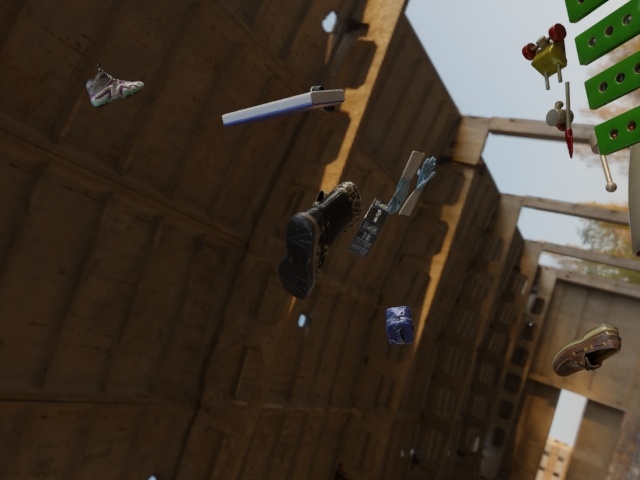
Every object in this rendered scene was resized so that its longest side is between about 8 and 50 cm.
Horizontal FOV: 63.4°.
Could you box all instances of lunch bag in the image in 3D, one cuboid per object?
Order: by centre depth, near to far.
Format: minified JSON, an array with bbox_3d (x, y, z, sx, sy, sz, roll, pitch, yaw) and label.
[{"bbox_3d":[0.198,0.214,1.290,0.065,0.067,0.098,-88,-16,-45],"label":"lunch bag"}]

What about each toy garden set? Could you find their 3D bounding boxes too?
[{"bbox_3d":[0.394,-0.239,0.738,0.049,0.204,0.244,-4,-99,-22],"label":"toy garden set"}]

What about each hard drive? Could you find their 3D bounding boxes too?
[{"bbox_3d":[-0.112,-0.406,1.591,0.210,0.319,0.040,-30,-68,-57],"label":"hard drive"}]

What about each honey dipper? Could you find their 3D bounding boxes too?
[{"bbox_3d":[0.512,-0.141,0.931,0.160,0.031,0.030,-75,-25,-44],"label":"honey dipper"}]

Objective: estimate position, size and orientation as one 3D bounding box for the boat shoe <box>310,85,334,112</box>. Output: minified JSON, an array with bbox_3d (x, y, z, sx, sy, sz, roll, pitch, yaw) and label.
[{"bbox_3d":[0.015,-0.515,1.900,0.133,0.042,0.048,41,-117,-46],"label":"boat shoe"}]

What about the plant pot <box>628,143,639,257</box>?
[{"bbox_3d":[0.739,-0.129,1.045,0.257,0.257,0.273,21,-122,-56],"label":"plant pot"}]

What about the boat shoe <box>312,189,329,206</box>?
[{"bbox_3d":[-0.006,-0.118,1.798,0.045,0.050,0.135,50,-136,-38],"label":"boat shoe"}]

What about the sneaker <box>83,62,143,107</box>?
[{"bbox_3d":[-0.372,-0.286,0.925,0.098,0.038,0.069,-32,-74,-29],"label":"sneaker"}]

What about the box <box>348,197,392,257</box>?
[{"bbox_3d":[0.195,-0.048,2.010,0.147,0.078,0.180,-57,-7,-47],"label":"box"}]

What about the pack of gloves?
[{"bbox_3d":[0.323,-0.181,1.759,0.195,0.046,0.232,-4,-57,-55],"label":"pack of gloves"}]

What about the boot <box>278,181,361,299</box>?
[{"bbox_3d":[0.000,0.000,1.691,0.284,0.138,0.377,-43,-27,-38],"label":"boot"}]

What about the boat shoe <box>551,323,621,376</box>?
[{"bbox_3d":[0.573,0.251,1.122,0.060,0.064,0.178,-82,19,-46],"label":"boat shoe"}]
